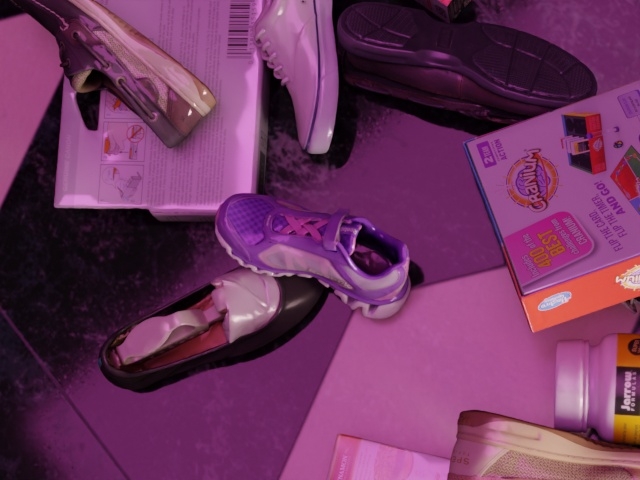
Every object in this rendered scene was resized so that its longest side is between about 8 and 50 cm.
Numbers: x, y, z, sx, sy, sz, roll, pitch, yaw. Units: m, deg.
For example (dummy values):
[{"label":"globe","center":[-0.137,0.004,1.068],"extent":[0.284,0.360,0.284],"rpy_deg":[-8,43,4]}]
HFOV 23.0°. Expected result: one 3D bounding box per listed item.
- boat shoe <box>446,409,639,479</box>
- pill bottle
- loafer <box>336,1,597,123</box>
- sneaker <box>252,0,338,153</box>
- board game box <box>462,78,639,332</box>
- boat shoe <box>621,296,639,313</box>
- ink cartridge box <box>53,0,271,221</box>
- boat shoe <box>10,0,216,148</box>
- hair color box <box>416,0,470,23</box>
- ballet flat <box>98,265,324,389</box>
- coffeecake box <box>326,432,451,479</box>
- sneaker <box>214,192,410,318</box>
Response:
[{"label":"boat shoe","center":[0.299,0.268,1.647],"extent":[0.341,0.121,0.110],"rpy_deg":[14,80,0]},{"label":"pill bottle","center":[0.355,0.159,1.675],"extent":[0.208,0.119,0.119],"rpy_deg":[1,80,10]},{"label":"loafer","center":[0.163,-0.190,1.799],"extent":[0.302,0.095,0.109],"rpy_deg":[17,50,9]},{"label":"sneaker","center":[-0.033,-0.226,1.806],"extent":[0.091,0.094,0.258],"rpy_deg":[-4,89,-11]},{"label":"board game box","center":[0.333,-0.059,1.656],"extent":[0.316,0.064,0.242],"rpy_deg":[-19,46,5]},{"label":"boat shoe","center":[0.337,0.028,1.684],"extent":[0.079,0.095,0.255],"rpy_deg":[-33,55,7]},{"label":"ink cartridge box","center":[-0.181,-0.160,1.855],"extent":[0.238,0.060,0.275],"rpy_deg":[1,80,10]},{"label":"boat shoe","center":[-0.253,-0.209,1.795],"extent":[0.285,0.103,0.092],"rpy_deg":[35,82,7]},{"label":"hair color box","center":[0.106,-0.315,1.828],"extent":[0.141,0.072,0.043],"rpy_deg":[38,87,13]},{"label":"ballet flat","center":[-0.125,0.093,1.780],"extent":[0.280,0.096,0.095],"rpy_deg":[-28,75,3]},{"label":"coffeecake box","center":[0.095,0.301,1.719],"extent":[0.185,0.068,0.142],"rpy_deg":[12,82,11]},{"label":"sneaker","center":[0.000,0.000,1.740],"extent":[0.236,0.104,0.095],"rpy_deg":[22,65,-4]}]
